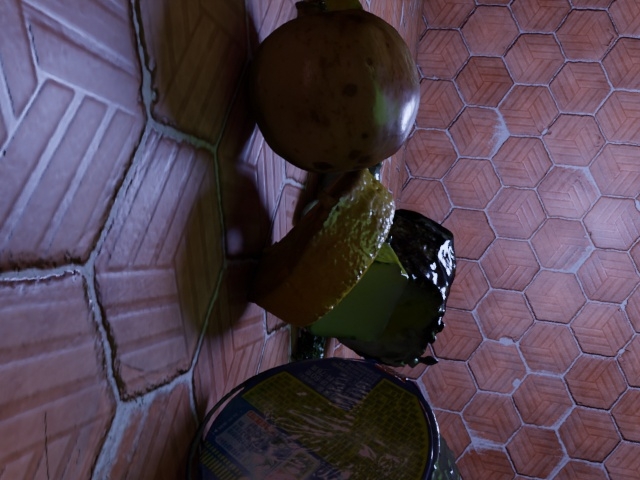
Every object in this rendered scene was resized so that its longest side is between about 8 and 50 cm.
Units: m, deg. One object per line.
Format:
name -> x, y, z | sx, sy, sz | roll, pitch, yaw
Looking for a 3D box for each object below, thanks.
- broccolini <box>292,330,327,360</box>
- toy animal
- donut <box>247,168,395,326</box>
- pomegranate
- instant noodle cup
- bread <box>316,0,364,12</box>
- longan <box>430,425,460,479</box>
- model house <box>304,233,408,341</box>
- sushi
broccolini -> -0.007, 0.279, 1.270 | 0.123, 0.062, 0.271 | -52, 144, -41
toy animal -> 0.037, -0.073, 1.162 | 0.251, 0.125, 0.127 | -60, 139, -50
donut -> 0.000, 0.001, 0.846 | 0.253, 0.118, 0.253 | -51, -169, 14
pomegranate -> 0.019, -0.188, 0.756 | 0.215, 0.215, 0.215 | 7, 90, -78
instant noodle cup -> 0.013, 0.348, 0.763 | 0.284, 0.284, 0.312 | -67, 152, -53
bread -> 0.029, -0.327, 1.041 | 0.160, 0.088, 0.233 | 87, 16, -50
longan -> 0.194, 0.640, 1.669 | 0.391, 0.391, 0.391 | 7, 90, -78
model house -> 0.046, 0.055, 1.219 | 0.211, 0.170, 0.194 | -109, -149, -52
sushi -> 0.172, 0.116, 1.490 | 0.294, 0.281, 0.299 | -68, 168, -53
